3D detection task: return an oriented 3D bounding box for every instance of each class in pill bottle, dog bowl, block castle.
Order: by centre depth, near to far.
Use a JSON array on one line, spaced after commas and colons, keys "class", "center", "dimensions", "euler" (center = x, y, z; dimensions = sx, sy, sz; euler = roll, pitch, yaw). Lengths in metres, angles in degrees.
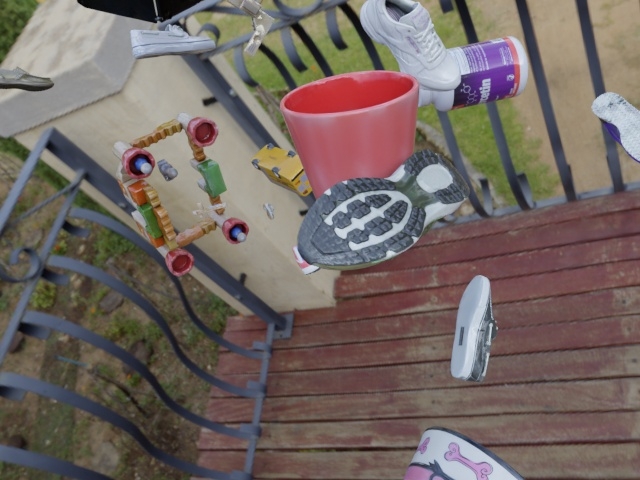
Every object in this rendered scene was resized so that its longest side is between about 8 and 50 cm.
[{"class": "dog bowl", "center": [0.372, 0.656, 1.382], "dimensions": [0.150, 0.408, 0.407], "euler": [-41, 43, -25]}, {"class": "pill bottle", "center": [0.444, -0.497, 1.726], "dimensions": [0.322, 0.182, 0.182], "euler": [-12, 49, -1]}, {"class": "block castle", "center": [-0.416, -0.135, 1.753], "dimensions": [0.302, 0.454, 0.212], "euler": [-31, 42, -23]}]

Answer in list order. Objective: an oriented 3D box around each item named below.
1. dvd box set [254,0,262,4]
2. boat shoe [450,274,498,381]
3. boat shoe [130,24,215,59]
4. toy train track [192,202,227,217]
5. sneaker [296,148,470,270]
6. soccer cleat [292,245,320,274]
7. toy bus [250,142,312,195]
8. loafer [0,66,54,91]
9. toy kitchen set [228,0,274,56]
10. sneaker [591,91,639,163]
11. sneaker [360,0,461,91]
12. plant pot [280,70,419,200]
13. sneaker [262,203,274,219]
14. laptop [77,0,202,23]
[{"class": "dvd box set", "center": [-0.315, -0.653, 1.144], "dimensions": [0.307, 0.420, 0.062], "euler": [42, 102, 22]}, {"class": "boat shoe", "center": [0.330, 0.185, 1.195], "dimensions": [0.077, 0.070, 0.220], "euler": [174, 110, -75]}, {"class": "boat shoe", "center": [-0.378, -0.521, 1.474], "dimensions": [0.226, 0.076, 0.083], "euler": [-20, 15, -37]}, {"class": "toy train track", "center": [-0.256, -0.070, 1.319], "dimensions": [0.083, 0.048, 0.014], "euler": [-14, 45, 9]}, {"class": "sneaker", "center": [0.108, -0.018, 1.020], "dimensions": [0.410, 0.182, 0.158], "euler": [-24, 66, -41]}, {"class": "soccer cleat", "center": [0.000, 0.000, 2.071], "dimensions": [0.108, 0.117, 0.318], "euler": [-23, 16, 35]}, {"class": "toy bus", "center": [-0.143, -0.278, 2.210], "dimensions": [0.108, 0.130, 0.332], "euler": [-47, 35, -10]}, {"class": "loafer", "center": [-0.713, -0.388, 1.359], "dimensions": [0.056, 0.147, 0.050], "euler": [-4, 93, 46]}, {"class": "toy kitchen set", "center": [-0.130, -0.369, 0.969], "dimensions": [0.075, 0.083, 0.068], "euler": [-58, 21, 8]}, {"class": "sneaker", "center": [0.939, -0.318, 1.703], "dimensions": [0.102, 0.146, 0.294], "euler": [-37, 45, 25]}, {"class": "sneaker", "center": [0.229, -0.476, 1.370], "dimensions": [0.114, 0.305, 0.152], "euler": [-54, 11, -12]}, {"class": "plant pot", "center": [0.073, -0.191, 1.170], "dimensions": [0.274, 0.243, 0.275], "euler": [-8, 31, 5]}, {"class": "sneaker", "center": [-0.198, -0.119, 2.272], "dimensions": [0.036, 0.032, 0.083], "euler": [-9, 54, -30]}, {"class": "laptop", "center": [-0.312, -0.530, 1.020], "dimensions": [0.264, 0.234, 0.136], "euler": [-39, 75, -21]}]
